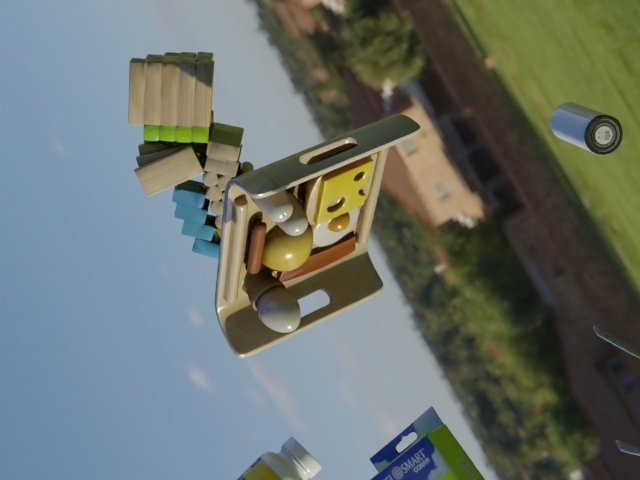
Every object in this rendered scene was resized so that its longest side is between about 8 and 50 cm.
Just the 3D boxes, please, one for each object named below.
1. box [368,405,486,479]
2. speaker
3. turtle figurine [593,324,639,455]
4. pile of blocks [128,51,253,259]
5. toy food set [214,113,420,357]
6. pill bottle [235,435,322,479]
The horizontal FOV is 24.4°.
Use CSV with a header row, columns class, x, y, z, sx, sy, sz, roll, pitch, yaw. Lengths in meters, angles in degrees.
class,x,y,z,sx,sy,sz,roll,pitch,yaw
box,0.119,0.266,1.449,0.042,0.109,0.178,-16,-114,-53
speaker,0.354,-0.151,1.982,0.055,0.055,0.136,59,177,-16
turtle figurine,0.470,0.235,1.712,0.266,0.274,0.198,-119,31,-51
pile of blocks,-0.151,-0.091,1.949,0.112,0.149,0.362,-86,-25,-69
toy food set,0.000,0.000,1.700,0.092,0.220,0.306,53,152,27
pill bottle,-0.055,0.264,1.564,0.065,0.116,0.065,45,172,8
